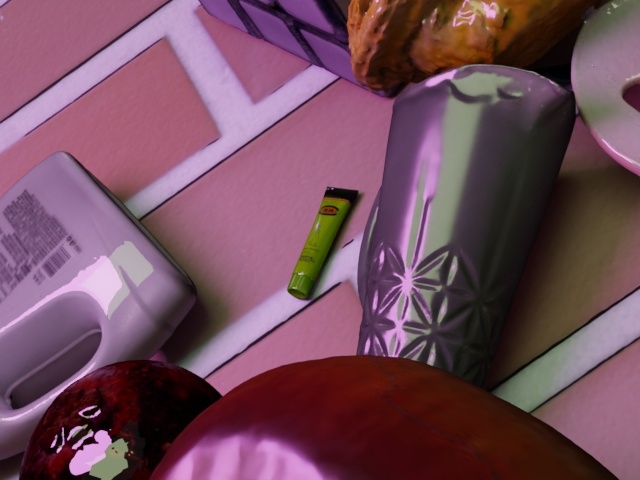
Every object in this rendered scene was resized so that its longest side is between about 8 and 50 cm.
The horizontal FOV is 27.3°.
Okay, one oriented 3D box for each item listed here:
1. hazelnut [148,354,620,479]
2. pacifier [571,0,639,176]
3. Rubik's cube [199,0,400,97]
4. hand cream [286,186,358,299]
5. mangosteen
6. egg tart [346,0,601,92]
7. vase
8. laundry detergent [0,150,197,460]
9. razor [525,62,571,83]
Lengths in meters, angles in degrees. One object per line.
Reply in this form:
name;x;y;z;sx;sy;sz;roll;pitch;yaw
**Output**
hazelnut;0.064;0.263;0.882;0.359;0.359;0.409;-47;47;-6
pacifier;0.355;-0.192;1.084;0.332;0.273;0.220;-46;23;-6
Rubik's cube;0.000;-0.379;1.327;0.305;0.304;0.301;33;79;39
hand cream;0.000;0.000;1.265;0.036;0.023;0.122;8;60;31
mangosteen;-0.150;0.201;1.104;0.210;0.210;0.210;-13;55;20
egg tart;0.165;-0.225;1.181;0.319;0.319;0.128;-40;78;0
vase;0.101;0.020;1.126;0.251;0.156;0.301;-12;59;59
laundry detergent;-0.324;0.119;1.294;0.398;0.125;0.264;-45;52;-3
razor;0.201;-0.151;1.252;0.154;0.028;0.044;-7;57;24
